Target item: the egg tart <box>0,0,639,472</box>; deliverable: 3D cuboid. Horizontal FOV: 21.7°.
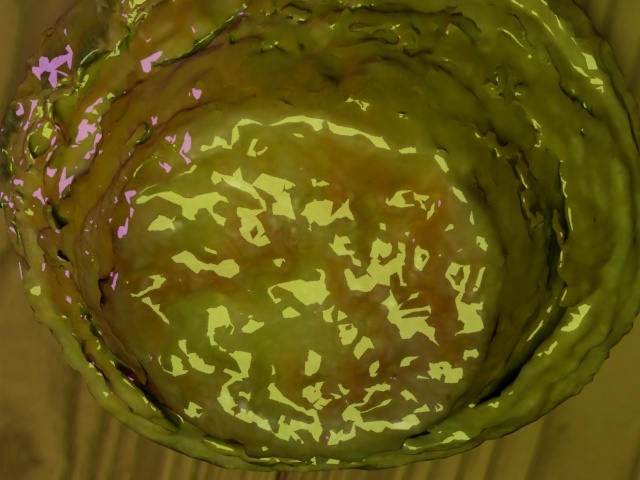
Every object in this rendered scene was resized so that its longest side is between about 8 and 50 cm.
[{"bbox_3d":[0.000,0.000,0.716,0.294,0.123,0.294,1,115,3],"label":"egg tart"}]
